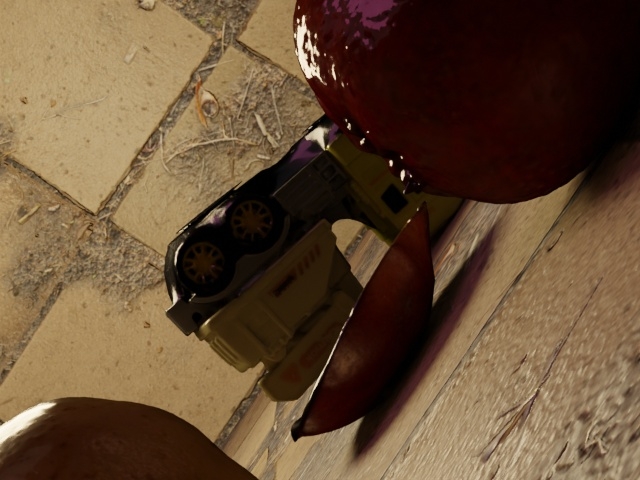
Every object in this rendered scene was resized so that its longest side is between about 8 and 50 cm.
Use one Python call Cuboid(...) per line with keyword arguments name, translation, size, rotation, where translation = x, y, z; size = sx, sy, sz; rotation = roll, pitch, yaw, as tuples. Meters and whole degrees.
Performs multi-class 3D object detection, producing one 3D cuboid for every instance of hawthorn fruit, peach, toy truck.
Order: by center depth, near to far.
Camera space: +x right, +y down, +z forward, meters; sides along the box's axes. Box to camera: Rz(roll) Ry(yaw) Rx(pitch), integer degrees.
Cuboid(name="hawthorn fruit", translation=(0.135, -0.177, 1.013), size=(0.307, 0.265, 0.265), rotation=(-49, 1, -4))
Cuboid(name="peach", translation=(0.063, 0.082, 1.277), size=(0.279, 0.068, 0.189), rotation=(-59, -5, -24))
Cuboid(name="toy truck", translation=(0.000, 0.000, 1.670), size=(0.405, 0.254, 0.180), rotation=(-42, 2, -9))

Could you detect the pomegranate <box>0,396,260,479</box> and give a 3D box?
Cuboid(name="pomegranate", translation=(-0.143, 0.246, 0.808), size=(0.307, 0.307, 0.307), rotation=(-56, 2, 3))
